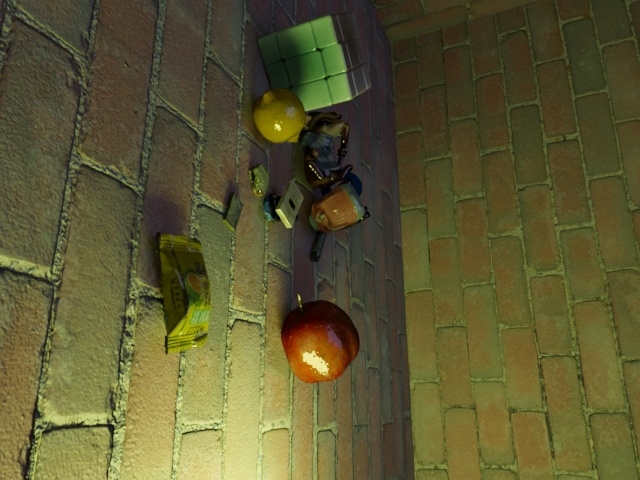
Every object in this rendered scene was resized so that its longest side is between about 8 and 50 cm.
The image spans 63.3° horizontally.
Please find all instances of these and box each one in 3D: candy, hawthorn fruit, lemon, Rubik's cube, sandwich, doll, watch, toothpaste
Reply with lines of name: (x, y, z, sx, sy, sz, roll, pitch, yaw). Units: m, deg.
candy: (-0.346, 0.131, 1.326, 0.187, 0.081, 0.297, 14, 70, -67)
hawthorn fruit: (-0.016, 0.320, 1.809, 0.330, 0.287, 0.287, 65, 27, -18)
lemon: (-0.145, -0.443, 1.855, 0.244, 0.186, 0.187, 52, 37, -53)
Rubik's cube: (-0.012, -0.704, 2.075, 0.319, 0.321, 0.316, -50, 127, -59)
sandwich: (-0.214, -0.210, 1.804, 0.093, 0.035, 0.105, 48, 42, -54)
doll: (0.022, -0.383, 2.188, 0.318, 0.209, 0.340, 30, 53, -65)
watch: (0.111, -0.208, 2.367, 0.171, 0.196, 0.200, -72, 154, -63)
toothpaste: (0.000, 0.000, 2.227, 0.239, 0.039, 0.062, -73, 151, -48)

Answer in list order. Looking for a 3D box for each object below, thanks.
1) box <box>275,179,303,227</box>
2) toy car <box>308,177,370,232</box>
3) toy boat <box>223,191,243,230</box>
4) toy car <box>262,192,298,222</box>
box: (-0.110, -0.133, 1.872, 0.090, 0.024, 0.167, 58, 34, -34)
toy car: (0.060, -0.121, 2.164, 0.181, 0.212, 0.270, 62, -16, 1)
toy boat: (-0.276, -0.091, 1.644, 0.063, 0.016, 0.115, 57, 34, -45)
toy car: (-0.150, -0.114, 1.887, 0.216, 0.063, 0.103, -5, 86, -61)
